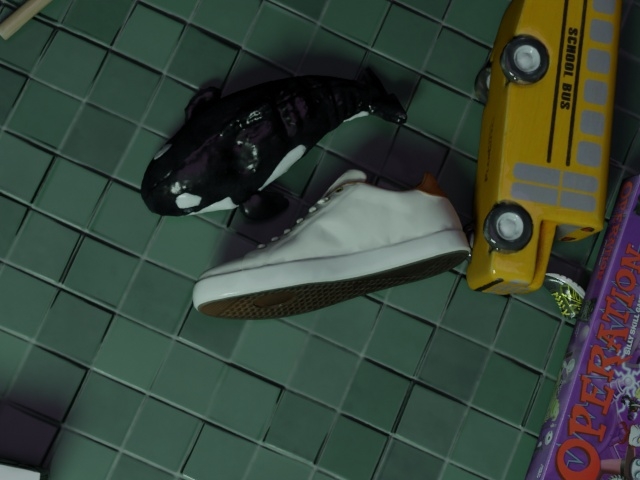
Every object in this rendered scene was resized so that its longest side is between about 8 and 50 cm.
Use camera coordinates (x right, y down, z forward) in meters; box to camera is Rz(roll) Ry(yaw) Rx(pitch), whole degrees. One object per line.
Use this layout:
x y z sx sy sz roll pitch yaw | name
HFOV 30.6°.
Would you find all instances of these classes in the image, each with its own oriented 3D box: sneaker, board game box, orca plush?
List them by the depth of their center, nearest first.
-0.047 -0.106 1.201 0.287 0.102 0.151 -11 82 -10 | orca plush
0.000 0.000 1.202 0.290 0.106 0.123 -13 71 -16 | sneaker
0.363 0.128 1.235 0.208 0.056 0.347 22 79 -8 | board game box
0.266 0.065 1.252 0.083 0.031 0.035 33 79 -1 | sneaker

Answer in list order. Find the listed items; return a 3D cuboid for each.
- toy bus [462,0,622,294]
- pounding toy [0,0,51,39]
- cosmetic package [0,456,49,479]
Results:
0.233 -0.109 1.239 0.130 0.108 0.333 9 79 -8 | toy bus
-0.325 -0.356 1.201 0.183 0.110 0.237 -35 86 -11 | pounding toy
-0.384 0.219 1.106 0.239 0.099 0.060 13 77 -6 | cosmetic package
